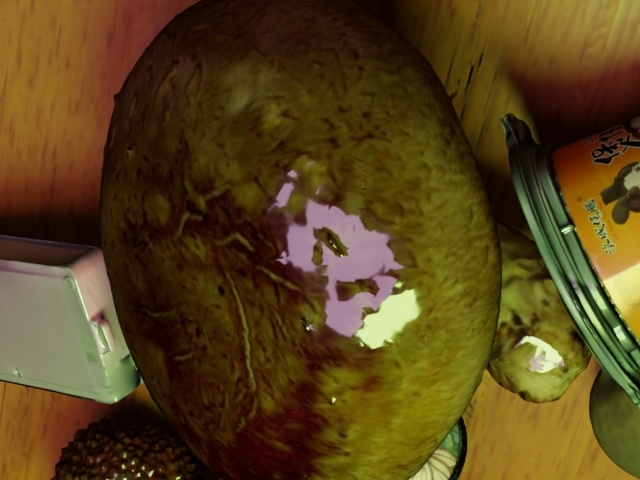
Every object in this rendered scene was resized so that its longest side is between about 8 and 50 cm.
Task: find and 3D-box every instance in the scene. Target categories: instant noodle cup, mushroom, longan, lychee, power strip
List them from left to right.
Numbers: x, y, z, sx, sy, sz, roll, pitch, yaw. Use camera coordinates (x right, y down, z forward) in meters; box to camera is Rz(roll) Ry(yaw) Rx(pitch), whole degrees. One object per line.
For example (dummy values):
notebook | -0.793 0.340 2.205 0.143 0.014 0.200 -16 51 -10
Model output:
power strip | -0.236 0.049 1.377 0.279 0.037 0.109 6 122 41
lychee | -0.145 0.187 1.429 0.123 0.123 0.129 17 149 9
mushroom | -0.019 0.005 1.200 0.345 0.239 0.345 2 94 33
longan | 0.227 0.111 1.270 0.113 0.092 0.113 26 136 29
instant noodle cup | 0.211 -0.008 1.170 0.125 0.177 0.208 -27 99 17

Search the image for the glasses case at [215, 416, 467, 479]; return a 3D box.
glasses case | -0.028 0.215 1.358 0.321 0.082 0.122 -47 60 10
